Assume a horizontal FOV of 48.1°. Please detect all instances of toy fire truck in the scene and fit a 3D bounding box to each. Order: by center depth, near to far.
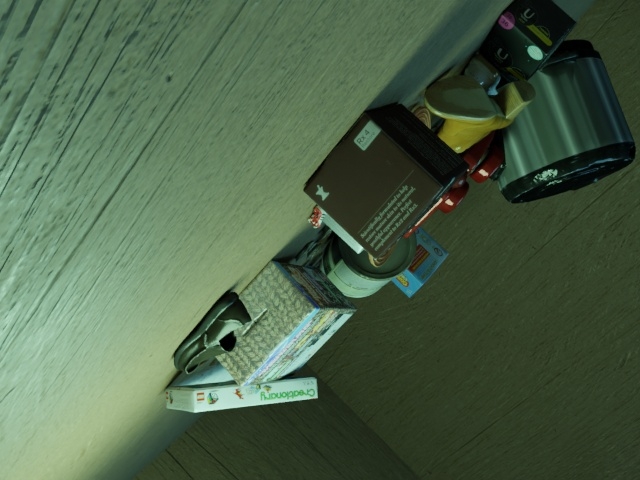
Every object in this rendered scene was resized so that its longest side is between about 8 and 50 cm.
[{"bbox_3d":[0.308,-0.156,1.745,0.302,0.169,0.254,-46,-170,35],"label":"toy fire truck"}]

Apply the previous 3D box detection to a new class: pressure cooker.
[{"bbox_3d":[0.605,-0.343,1.935,0.375,0.420,0.370,-8,168,-45],"label":"pressure cooker"}]

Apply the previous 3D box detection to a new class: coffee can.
[{"bbox_3d":[0.122,0.034,1.919,0.201,0.201,0.275,-44,177,-16],"label":"coffee can"}]

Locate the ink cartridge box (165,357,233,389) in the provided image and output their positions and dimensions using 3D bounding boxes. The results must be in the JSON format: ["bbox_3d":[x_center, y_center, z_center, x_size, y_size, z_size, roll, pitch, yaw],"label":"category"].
[{"bbox_3d":[-0.206,0.239,1.833,0.308,0.091,0.385,-47,157,18],"label":"ink cartridge box"}]

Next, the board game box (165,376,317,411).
[{"bbox_3d":[-0.186,0.356,1.675,0.305,0.053,0.193,1,171,-30],"label":"board game box"}]

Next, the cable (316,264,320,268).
[{"bbox_3d":[-0.032,0.128,2.334,0.184,0.047,0.150,-50,166,3],"label":"cable"}]

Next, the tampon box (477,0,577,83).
[{"bbox_3d":[0.417,-0.410,1.460,0.101,0.120,0.161,-45,174,-12],"label":"tampon box"}]

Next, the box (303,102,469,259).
[{"bbox_3d":[0.113,-0.104,1.179,0.168,0.167,0.203,-49,173,27],"label":"box"}]

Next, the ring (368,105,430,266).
[{"bbox_3d":[0.156,-0.109,1.460,0.336,0.032,0.337,19,90,-73],"label":"ring"}]

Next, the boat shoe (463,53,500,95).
[{"bbox_3d":[0.343,-0.331,1.623,0.096,0.098,0.277,-46,165,4],"label":"boat shoe"}]

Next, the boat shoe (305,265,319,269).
[{"bbox_3d":[-0.083,0.188,2.037,0.109,0.089,0.258,10,124,-36],"label":"boat shoe"}]

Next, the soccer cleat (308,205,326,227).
[{"bbox_3d":[-0.002,-0.050,1.411,0.035,0.029,0.083,-39,167,-19],"label":"soccer cleat"}]

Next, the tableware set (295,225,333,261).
[{"bbox_3d":[0.000,0.000,1.788,0.141,0.020,0.168,-47,173,8],"label":"tableware set"}]

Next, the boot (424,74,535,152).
[{"bbox_3d":[0.286,-0.245,1.488,0.295,0.104,0.211,-11,162,-32],"label":"boot"}]

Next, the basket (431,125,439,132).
[{"bbox_3d":[0.301,-0.223,1.981,0.167,0.103,0.113,-50,173,26],"label":"basket"}]

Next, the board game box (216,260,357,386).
[{"bbox_3d":[-0.082,0.183,1.588,0.232,0.141,0.291,-47,162,9],"label":"board game box"}]

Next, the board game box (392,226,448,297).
[{"bbox_3d":[0.309,0.028,2.734,0.086,0.302,0.308,-50,172,35],"label":"board game box"}]

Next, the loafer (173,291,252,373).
[{"bbox_3d":[-0.207,0.194,1.375,0.220,0.078,0.080,-50,173,32],"label":"loafer"}]

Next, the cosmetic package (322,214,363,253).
[{"bbox_3d":[0.107,-0.066,1.633,0.085,0.117,0.231,-52,171,31],"label":"cosmetic package"}]

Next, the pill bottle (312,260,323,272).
[{"bbox_3d":[-0.023,0.178,2.170,0.272,0.152,0.152,-47,174,19],"label":"pill bottle"}]

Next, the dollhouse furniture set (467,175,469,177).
[{"bbox_3d":[0.312,-0.136,2.381,0.374,0.152,0.201,-47,174,13],"label":"dollhouse furniture set"}]
